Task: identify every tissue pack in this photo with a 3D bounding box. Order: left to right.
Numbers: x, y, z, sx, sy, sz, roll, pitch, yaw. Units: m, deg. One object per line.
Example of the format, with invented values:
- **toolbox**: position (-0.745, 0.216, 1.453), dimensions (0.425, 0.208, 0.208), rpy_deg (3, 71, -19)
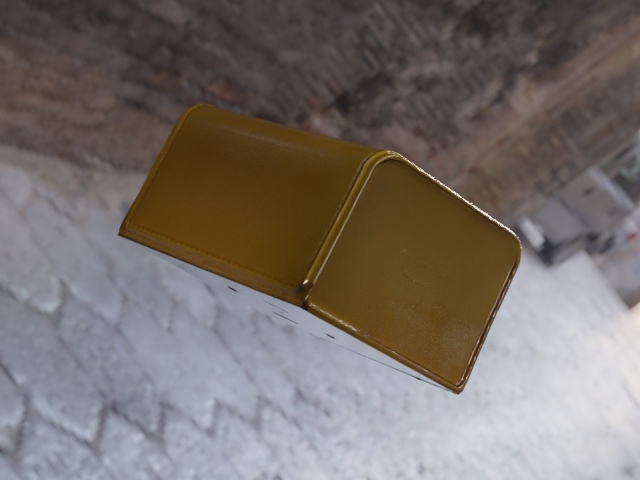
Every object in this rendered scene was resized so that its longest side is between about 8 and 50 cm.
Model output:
- **tissue pack**: position (0.000, 0.000, 1.361), dimensions (0.194, 0.145, 0.274), rpy_deg (33, -8, -38)
